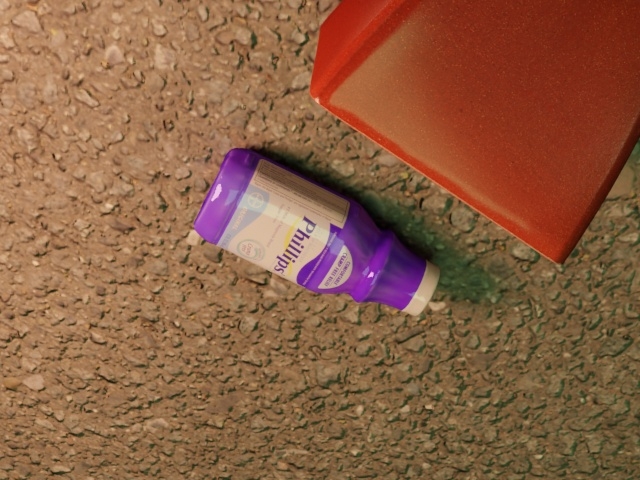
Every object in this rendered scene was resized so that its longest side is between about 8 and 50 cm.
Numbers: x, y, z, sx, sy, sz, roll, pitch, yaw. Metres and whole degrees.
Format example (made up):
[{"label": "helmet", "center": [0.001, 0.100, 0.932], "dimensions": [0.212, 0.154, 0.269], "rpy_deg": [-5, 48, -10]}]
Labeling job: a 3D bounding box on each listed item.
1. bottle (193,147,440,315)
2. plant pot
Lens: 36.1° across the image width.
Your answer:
[{"label": "bottle", "center": [0.000, 0.000, 1.138], "dimensions": [0.283, 0.092, 0.118], "rpy_deg": [27, 124, -8]}, {"label": "plant pot", "center": [0.169, -0.186, 0.890], "dimensions": [0.267, 0.267, 0.235], "rpy_deg": [32, 112, -12]}]
